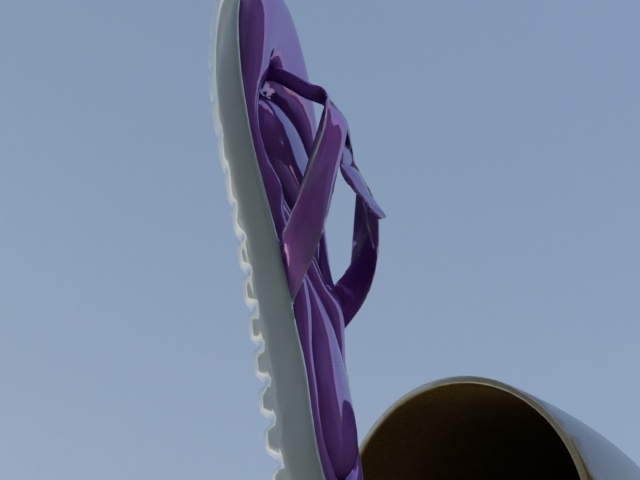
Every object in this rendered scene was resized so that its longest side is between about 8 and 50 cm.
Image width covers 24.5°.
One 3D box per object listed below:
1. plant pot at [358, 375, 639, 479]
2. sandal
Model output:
[{"bbox_3d":[0.185,0.245,1.217,0.254,0.237,0.237,16,-80,-47],"label":"plant pot"},{"bbox_3d":[0.004,0.000,1.088,0.102,0.169,0.416,-9,-93,14],"label":"sandal"}]
